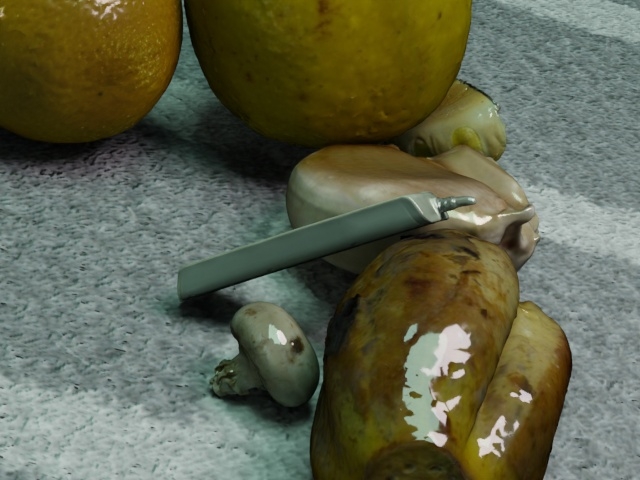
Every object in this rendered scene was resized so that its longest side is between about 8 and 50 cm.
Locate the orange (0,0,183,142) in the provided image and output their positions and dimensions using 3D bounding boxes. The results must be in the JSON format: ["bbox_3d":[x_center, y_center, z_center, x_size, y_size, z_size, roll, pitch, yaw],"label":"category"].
[{"bbox_3d":[-0.228,-0.195,1.489,0.236,0.236,0.236,11,32,-7],"label":"orange"}]

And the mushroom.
[{"bbox_3d":[-0.044,0.091,1.270,0.079,0.085,0.085,-31,45,-6],"label":"mushroom"}]

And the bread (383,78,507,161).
[{"bbox_3d":[0.109,-0.104,1.613,0.157,0.083,0.094,12,41,40],"label":"bread"}]

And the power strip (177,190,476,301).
[{"bbox_3d":[0.000,0.000,1.314,0.252,0.027,0.060,-18,-2,21],"label":"power strip"}]

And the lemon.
[{"bbox_3d":[0.007,-0.222,1.518,0.258,0.310,0.258,-9,35,6],"label":"lemon"}]

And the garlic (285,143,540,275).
[{"bbox_3d":[0.081,-0.013,1.428,0.217,0.110,0.228,4,14,-23],"label":"garlic"}]

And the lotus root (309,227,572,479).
[{"bbox_3d":[0.083,0.102,1.200,0.193,0.193,0.291,19,32,5],"label":"lotus root"}]
